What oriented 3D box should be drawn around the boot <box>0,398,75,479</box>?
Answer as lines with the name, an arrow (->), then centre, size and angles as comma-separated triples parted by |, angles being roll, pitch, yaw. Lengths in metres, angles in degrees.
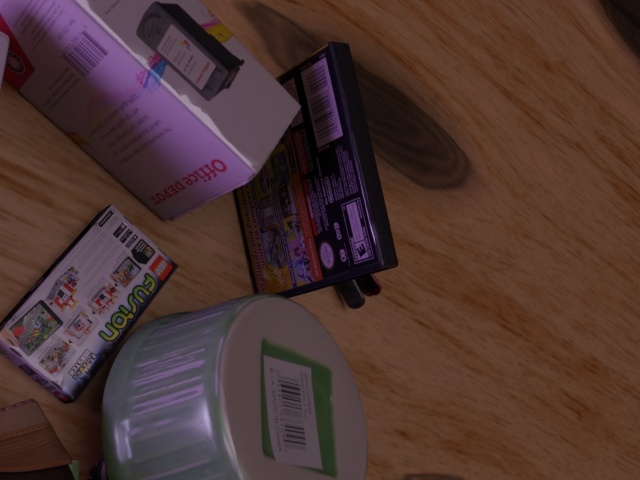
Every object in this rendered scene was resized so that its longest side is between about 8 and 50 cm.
boot -> -0.318, 0.269, 0.666 | 0.248, 0.090, 0.207 | -15, 85, -44

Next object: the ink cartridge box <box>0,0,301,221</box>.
ink cartridge box -> -0.210, -0.186, 0.884 | 0.306, 0.226, 0.131 | 43, 56, -22

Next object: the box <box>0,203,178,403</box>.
box -> -0.266, 0.069, 0.887 | 0.114, 0.036, 0.207 | 46, 53, -19

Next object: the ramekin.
ramekin -> -0.077, 0.206, 0.863 | 0.303, 0.148, 0.303 | 37, 41, -41

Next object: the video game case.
video game case -> -0.026, -0.074, 0.981 | 0.035, 0.248, 0.275 | -6, 81, -41

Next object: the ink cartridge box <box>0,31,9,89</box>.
ink cartridge box -> -0.397, -0.103, 0.743 | 0.092, 0.158, 0.218 | 29, 57, -51

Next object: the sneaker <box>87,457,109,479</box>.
sneaker -> -0.164, 0.358, 0.842 | 0.118, 0.107, 0.279 | -5, 80, -45

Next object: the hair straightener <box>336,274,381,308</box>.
hair straightener -> 0.000, 0.000, 1.112 | 0.089, 0.047, 0.230 | -36, 100, -40

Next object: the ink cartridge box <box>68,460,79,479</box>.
ink cartridge box -> -0.346, 0.274, 0.745 | 0.209, 0.062, 0.109 | 6, 73, -38
